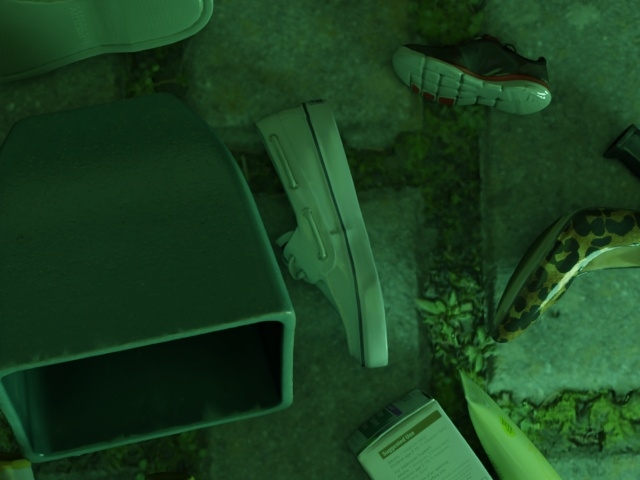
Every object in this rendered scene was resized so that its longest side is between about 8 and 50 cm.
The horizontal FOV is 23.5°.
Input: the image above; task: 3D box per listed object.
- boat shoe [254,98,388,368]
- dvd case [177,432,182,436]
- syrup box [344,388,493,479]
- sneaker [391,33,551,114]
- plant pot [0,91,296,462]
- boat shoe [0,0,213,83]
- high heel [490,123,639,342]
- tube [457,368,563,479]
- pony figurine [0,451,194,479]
[{"bbox_3d":[0.000,0.000,1.446,0.084,0.095,0.258,-15,82,-3],"label":"boat shoe"},{"bbox_3d":[-0.162,0.119,1.458,0.119,0.013,0.087,31,87,-8],"label":"dvd case"},{"bbox_3d":[0.129,0.262,1.458,0.096,0.093,0.237,-37,95,-5],"label":"syrup box"},{"bbox_3d":[0.145,-0.168,1.481,0.157,0.061,0.065,14,62,-8],"label":"sneaker"},{"bbox_3d":[-0.169,0.018,1.343,0.247,0.248,0.252,-11,67,-7],"label":"plant pot"},{"bbox_3d":[-0.251,-0.218,1.406,0.302,0.091,0.114,-6,136,-8],"label":"boat shoe"},{"bbox_3d":[0.296,0.038,1.472,0.186,0.093,0.261,40,77,0],"label":"high heel"},{"bbox_3d":[0.201,0.230,1.474,0.062,0.070,0.240,-41,100,-34],"label":"tube"},{"bbox_3d":[-0.191,0.388,1.357,0.351,0.303,0.364,2,95,25],"label":"pony figurine"}]
